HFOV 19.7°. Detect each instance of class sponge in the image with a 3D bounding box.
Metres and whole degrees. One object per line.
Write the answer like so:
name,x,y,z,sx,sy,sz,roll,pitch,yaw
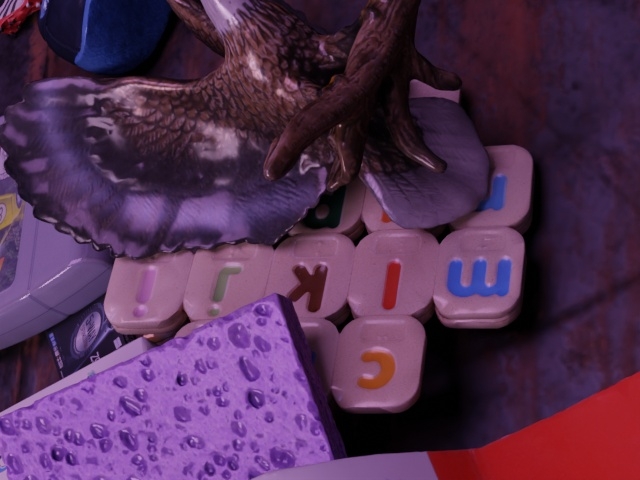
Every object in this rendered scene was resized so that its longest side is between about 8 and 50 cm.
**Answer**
sponge,-0.096,0.128,1.153,0.210,0.031,0.117,-25,75,13

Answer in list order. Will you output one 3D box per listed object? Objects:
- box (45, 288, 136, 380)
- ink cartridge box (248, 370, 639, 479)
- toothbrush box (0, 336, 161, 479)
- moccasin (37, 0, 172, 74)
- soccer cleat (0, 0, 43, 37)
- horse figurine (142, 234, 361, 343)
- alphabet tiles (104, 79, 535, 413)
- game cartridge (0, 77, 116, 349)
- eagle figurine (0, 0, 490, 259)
box,-0.173,0.085,1.418,0.067,0.018,0.083,-38,51,19
ink cartridge box,0.074,0.250,1.019,0.385,0.091,0.308,-25,56,3
toothbrush box,-0.145,0.248,1.246,0.216,0.126,0.295,-29,55,21
moccasin,-0.153,-0.308,1.509,0.117,0.138,0.342,19,82,46
soccer cleat,-0.255,-0.212,1.615,0.083,0.029,0.035,-34,56,27
horse figurine,-0.052,-0.027,1.339,0.174,0.066,0.263,-21,51,15
alphabet tiles,0.000,0.000,1.241,0.284,0.021,0.278,-2,52,15
game cartridge,-0.271,-0.003,1.501,0.294,0.060,0.196,-19,59,33
eagle figurine,-0.048,-0.108,1.238,0.298,0.226,0.225,-7,89,50
